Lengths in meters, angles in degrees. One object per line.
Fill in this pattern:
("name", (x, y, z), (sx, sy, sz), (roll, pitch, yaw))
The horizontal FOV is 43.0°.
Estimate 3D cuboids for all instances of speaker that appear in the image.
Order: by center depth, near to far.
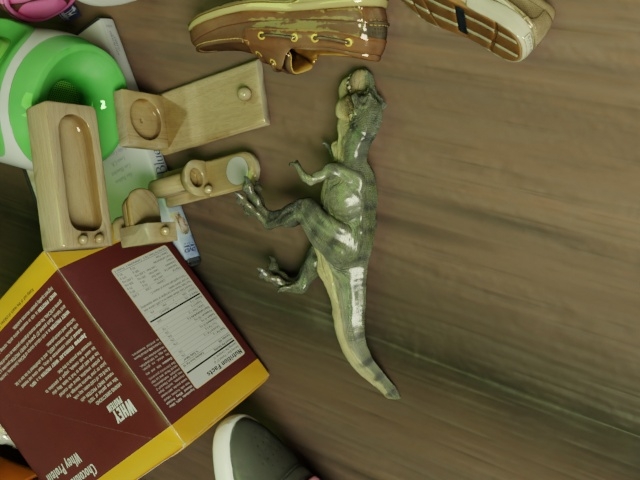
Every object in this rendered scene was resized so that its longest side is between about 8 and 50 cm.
("speaker", (-0.325, -0.144, 0.767), (0.297, 0.131, 0.131), (14, 107, 30))

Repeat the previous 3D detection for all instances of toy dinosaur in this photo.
("toy dinosaur", (0.000, 0.000, 0.654), (0.118, 0.064, 0.268), (3, 104, 26))

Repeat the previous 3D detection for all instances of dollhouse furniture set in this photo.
("dollhouse furniture set", (-0.131, -0.072, 0.656), (0.123, 0.151, 0.144), (-11, 86, 33))

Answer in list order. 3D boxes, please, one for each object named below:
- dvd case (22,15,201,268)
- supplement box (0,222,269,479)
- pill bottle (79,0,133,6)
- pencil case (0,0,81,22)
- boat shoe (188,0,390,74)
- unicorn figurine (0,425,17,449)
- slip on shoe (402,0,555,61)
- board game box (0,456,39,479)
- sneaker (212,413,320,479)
("dvd case", (-0.227, -0.067, 0.807), (0.180, 0.022, 0.253), (-22, 87, 34))
("supplement box", (-0.192, 0.115, 0.739), (0.191, 0.129, 0.194), (-39, 86, 34))
("pill bottle", (-0.206, -0.318, 0.684), (0.121, 0.121, 0.216), (-36, 80, 32))
("pencil case", (-0.310, -0.301, 0.776), (0.209, 0.098, 0.095), (48, 165, 16))
("boat shoe", (-0.029, -0.160, 0.636), (0.178, 0.064, 0.060), (1, 99, 29))
("unicorn figurine", (-0.374, 0.280, 0.948), (0.162, 0.060, 0.111), (-40, 81, 29))
("slip on shoe", (0.101, -0.174, 0.567), (0.041, 0.051, 0.135), (-46, 60, -11))
("board game box", (-0.385, 0.446, 0.744), (0.357, 0.356, 0.356), (10, 104, 27))
("sneaker", (0.034, 0.252, 0.659), (0.147, 0.105, 0.295), (-33, 87, 31))
